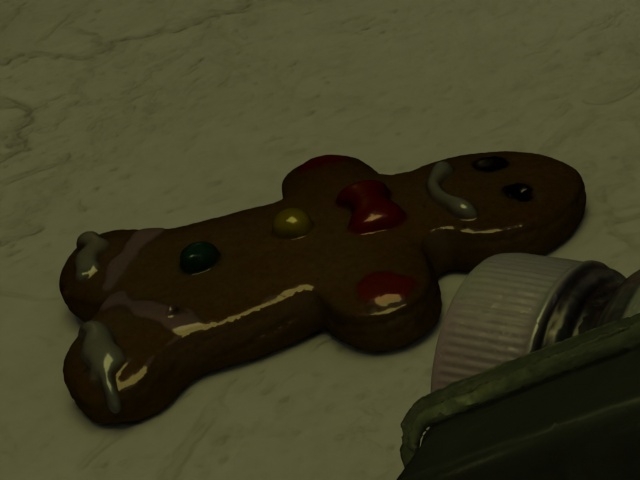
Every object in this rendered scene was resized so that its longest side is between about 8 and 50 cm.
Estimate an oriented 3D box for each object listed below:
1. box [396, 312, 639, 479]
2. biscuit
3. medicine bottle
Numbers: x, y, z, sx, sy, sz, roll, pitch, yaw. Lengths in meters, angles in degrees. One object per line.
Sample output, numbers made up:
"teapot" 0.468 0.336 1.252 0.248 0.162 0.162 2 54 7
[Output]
"box" 0.183 0.135 0.790 0.290 0.220 0.166 -26 1 38
"biscuit" 0.000 -0.001 1.326 0.432 0.064 0.283 -16 29 -3
"medicine bottle" 0.216 0.096 0.968 0.273 0.165 0.165 7 36 33
